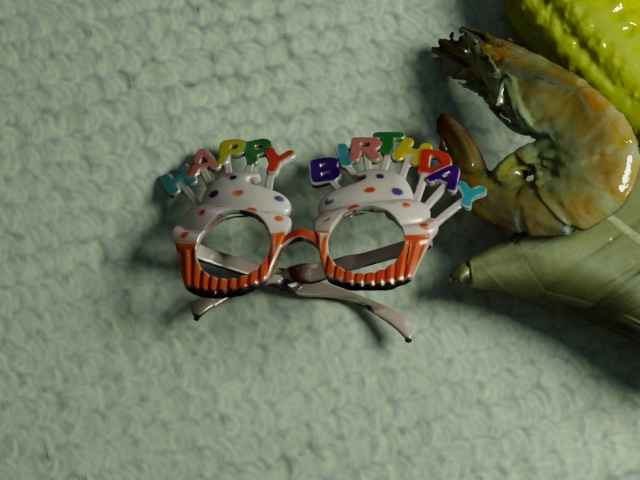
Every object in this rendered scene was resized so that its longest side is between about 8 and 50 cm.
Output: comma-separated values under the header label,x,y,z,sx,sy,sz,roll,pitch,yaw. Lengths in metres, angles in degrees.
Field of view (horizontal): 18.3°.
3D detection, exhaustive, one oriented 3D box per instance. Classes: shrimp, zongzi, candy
label,x,y,z,sx,sy,sz,roll,pitch,yaw
shrimp,0.148,-0.085,1.548,0.133,0.053,0.236,-51,55,7
zongzi,0.223,0.045,1.519,0.197,0.099,0.194,-29,67,-16
candy,0.234,-0.149,1.586,0.106,0.094,0.199,-33,72,-6

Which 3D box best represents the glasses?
label,x,y,z,sx,sy,sz,roll,pitch,yaw
glasses,0.000,-0.009,1.530,0.256,0.095,0.162,0,57,7
